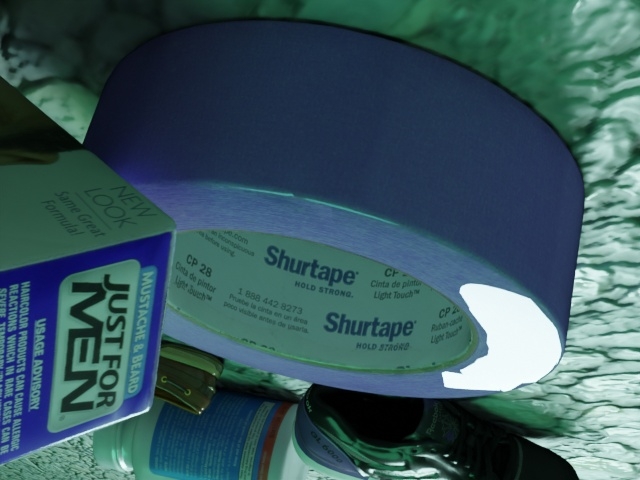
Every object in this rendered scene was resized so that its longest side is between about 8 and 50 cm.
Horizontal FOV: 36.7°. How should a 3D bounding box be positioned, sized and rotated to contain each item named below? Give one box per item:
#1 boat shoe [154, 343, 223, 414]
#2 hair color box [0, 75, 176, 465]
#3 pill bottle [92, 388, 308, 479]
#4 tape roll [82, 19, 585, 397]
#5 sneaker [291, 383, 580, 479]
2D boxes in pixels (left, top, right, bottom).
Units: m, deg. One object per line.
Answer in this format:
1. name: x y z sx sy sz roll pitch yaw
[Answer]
1. boat shoe: -0.189 0.128 0.956 0.178 0.060 0.064 13 156 3
2. hair color box: -0.246 0.025 0.347 0.339 0.110 0.185 -14 -141 -42
3. pill bottle: -0.129 0.222 1.055 0.222 0.124 0.124 8 156 14
4. tape roll: 0.000 0.000 0.532 0.275 0.090 0.275 11 157 5
5. sneaker: 0.114 0.200 0.903 0.283 0.107 0.124 14 150 0
